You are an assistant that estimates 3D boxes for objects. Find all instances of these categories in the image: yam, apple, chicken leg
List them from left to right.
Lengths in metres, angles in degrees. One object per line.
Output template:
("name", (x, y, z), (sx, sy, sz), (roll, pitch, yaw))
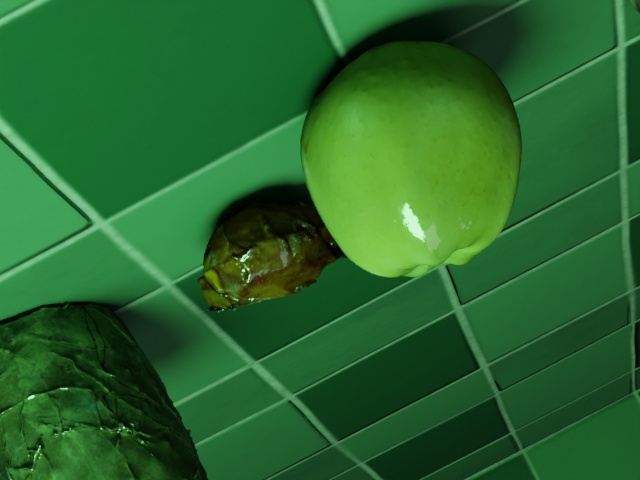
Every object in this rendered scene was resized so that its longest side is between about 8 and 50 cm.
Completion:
("yam", (-0.227, 0.203, 1.296), (0.202, 0.271, 0.201), (-32, 156, -3))
("chicken leg", (0.000, 0.000, 1.351), (0.113, 0.093, 0.304), (-23, 173, 41))
("apple", (0.077, -0.067, 1.156), (0.200, 0.200, 0.200), (-22, 157, -10))

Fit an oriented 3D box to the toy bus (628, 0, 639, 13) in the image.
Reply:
("toy bus", (0.293, -0.237, 1.077), (0.112, 0.138, 0.317), (-32, 158, 10))
